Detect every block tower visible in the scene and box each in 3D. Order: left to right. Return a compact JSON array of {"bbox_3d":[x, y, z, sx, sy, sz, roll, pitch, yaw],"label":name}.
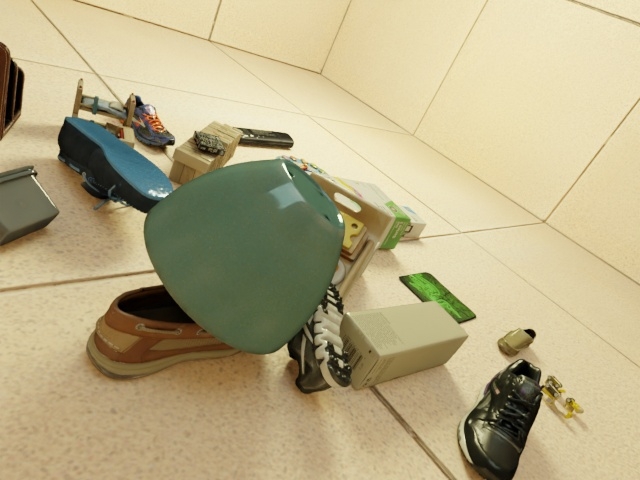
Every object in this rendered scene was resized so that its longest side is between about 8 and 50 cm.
[{"bbox_3d":[-0.309,-0.239,1.224,0.091,0.097,0.335,24,25,-6],"label":"block tower"}]

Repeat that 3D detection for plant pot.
[{"bbox_3d":[-0.079,-0.008,0.670,0.290,0.195,0.290,45,16,-17],"label":"plant pot"}]

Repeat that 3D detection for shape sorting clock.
[{"bbox_3d":[-0.056,-0.240,1.507,0.206,0.040,0.206,21,27,-12],"label":"shape sorting clock"}]

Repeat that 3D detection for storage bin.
[{"bbox_3d":[-0.507,-0.048,0.723,0.091,0.098,0.135,54,26,-8],"label":"storage bin"}]

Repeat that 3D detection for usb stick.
[{"bbox_3d":[-0.205,-0.365,1.592,0.278,0.045,0.077,-9,50,-49],"label":"usb stick"}]

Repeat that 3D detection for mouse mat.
[{"bbox_3d":[0.310,0.149,1.182,0.153,0.007,0.190,-4,39,-45],"label":"mouse mat"}]

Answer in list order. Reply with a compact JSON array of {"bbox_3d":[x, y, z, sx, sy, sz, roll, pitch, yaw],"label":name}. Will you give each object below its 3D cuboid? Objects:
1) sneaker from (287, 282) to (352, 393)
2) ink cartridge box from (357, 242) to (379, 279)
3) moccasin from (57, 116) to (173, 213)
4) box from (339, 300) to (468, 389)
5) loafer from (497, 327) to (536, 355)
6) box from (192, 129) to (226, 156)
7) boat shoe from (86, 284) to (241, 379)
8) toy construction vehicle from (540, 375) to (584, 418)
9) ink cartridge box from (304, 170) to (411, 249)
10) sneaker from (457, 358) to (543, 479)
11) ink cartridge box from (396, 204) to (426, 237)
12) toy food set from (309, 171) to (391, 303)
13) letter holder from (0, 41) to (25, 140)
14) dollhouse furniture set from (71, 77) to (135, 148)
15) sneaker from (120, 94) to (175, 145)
[{"bbox_3d":[-0.014,0.155,0.762,0.078,0.106,0.234,40,28,-35],"label":"sneaker"},{"bbox_3d":[0.060,0.019,1.084,0.135,0.099,0.056,31,27,9],"label":"ink cartridge box"},{"bbox_3d":[-0.423,-0.134,0.918,0.342,0.116,0.138,38,16,31],"label":"moccasin"},{"bbox_3d":[0.154,0.194,0.865,0.275,0.094,0.113,2,36,-40],"label":"box"},{"bbox_3d":[0.495,0.247,1.122,0.148,0.050,0.056,-5,41,-47],"label":"loafer"},{"bbox_3d":[-0.283,-0.248,1.136,0.067,0.018,0.083,8,32,-34],"label":"box"},{"bbox_3d":[-0.178,0.110,0.688,0.123,0.116,0.325,41,30,26],"label":"boat shoe"},{"bbox_3d":[0.530,0.351,0.997,0.086,0.035,0.098,16,29,-44],"label":"toy construction vehicle"},{"bbox_3d":[0.080,-0.083,1.263,0.278,0.117,0.201,4,34,-36],"label":"ink cartridge box"},{"bbox_3d":[0.332,0.301,0.799,0.107,0.124,0.283,34,28,15],"label":"sneaker"},{"bbox_3d":[0.242,-0.065,1.440,0.180,0.060,0.104,3,36,-39],"label":"ink cartridge box"},{"bbox_3d":[0.000,0.000,0.962,0.220,0.092,0.306,30,57,7],"label":"toy food set"},{"bbox_3d":[-0.781,-0.366,0.889,0.302,0.214,0.152,13,30,-25],"label":"letter holder"},{"bbox_3d":[-0.517,-0.279,1.064,0.130,0.128,0.183,8,32,-32],"label":"dollhouse furniture set"},{"bbox_3d":[-0.480,-0.330,1.235,0.221,0.087,0.083,37,29,20],"label":"sneaker"}]
